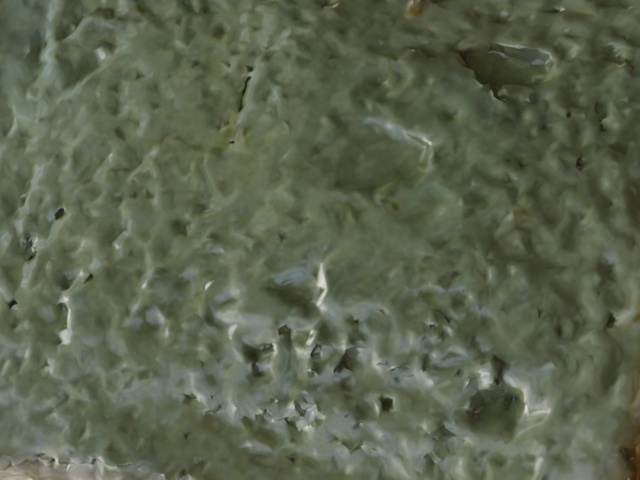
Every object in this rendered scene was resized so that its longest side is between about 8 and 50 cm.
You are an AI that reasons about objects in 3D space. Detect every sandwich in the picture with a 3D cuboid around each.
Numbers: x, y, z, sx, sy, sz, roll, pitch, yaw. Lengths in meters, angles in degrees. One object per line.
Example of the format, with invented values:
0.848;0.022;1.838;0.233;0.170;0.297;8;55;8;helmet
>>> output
0.000;0.000;0.563;0.251;0.087;0.226;15;82;10;sandwich
